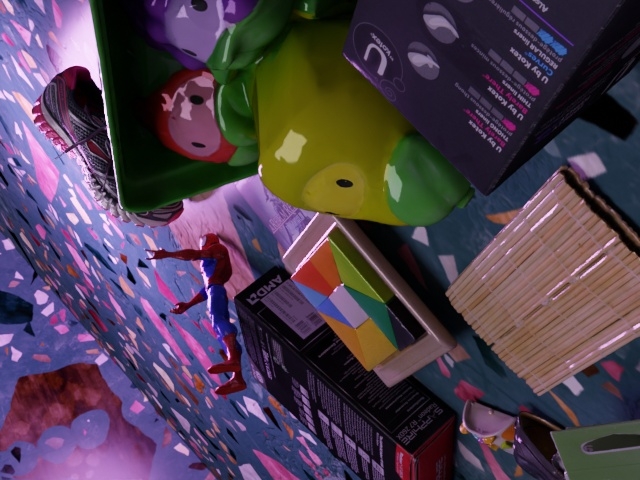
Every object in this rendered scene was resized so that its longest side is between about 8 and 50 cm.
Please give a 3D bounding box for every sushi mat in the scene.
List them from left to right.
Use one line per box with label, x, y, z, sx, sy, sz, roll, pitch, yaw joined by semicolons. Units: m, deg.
sushi mat;0.215;0.051;0.911;0.151;0.019;0.316;47;157;9

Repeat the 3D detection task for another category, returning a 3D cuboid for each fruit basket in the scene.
fruit basket;-0.049;-0.136;0.865;0.392;0.283;0.392;160;90;-74

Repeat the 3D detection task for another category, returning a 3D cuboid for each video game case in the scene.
video game case;0.000;0.000;1.239;0.274;0.026;0.196;51;157;1

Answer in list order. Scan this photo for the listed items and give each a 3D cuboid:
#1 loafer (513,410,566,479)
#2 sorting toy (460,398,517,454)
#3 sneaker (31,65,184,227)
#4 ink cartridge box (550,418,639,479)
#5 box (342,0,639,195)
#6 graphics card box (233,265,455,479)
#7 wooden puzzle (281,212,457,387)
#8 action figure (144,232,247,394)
loafer;0.269;0.239;1.036;0.170;0.062;0.061;21;137;49
sorting toy;0.216;0.236;1.169;0.075;0.045;0.083;42;164;-30
sneaker;-0.332;-0.143;1.552;0.299;0.121;0.112;46;127;-4
ink cartridge box;0.291;0.221;0.899;0.109;0.062;0.209;-12;122;23
box;0.136;-0.174;0.542;0.143;0.165;0.270;46;156;12
graphics card box;0.033;0.226;1.418;0.371;0.094;0.233;37;153;31
wooden puzzle;0.045;0.075;1.174;0.221;0.044;0.239;50;157;5
action figure;-0.193;0.101;1.487;0.091;0.139;0.280;85;177;-49
